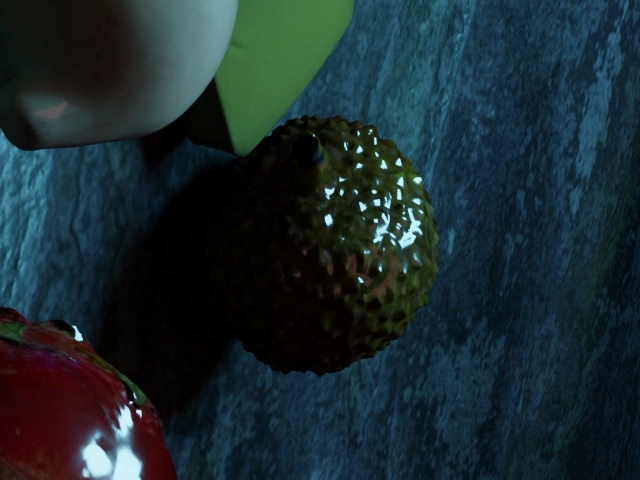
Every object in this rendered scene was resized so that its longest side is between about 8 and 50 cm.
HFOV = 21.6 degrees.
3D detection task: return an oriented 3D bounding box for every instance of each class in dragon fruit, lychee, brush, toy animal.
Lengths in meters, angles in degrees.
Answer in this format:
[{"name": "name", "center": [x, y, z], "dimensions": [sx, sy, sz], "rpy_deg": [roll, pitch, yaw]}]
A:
[{"name": "dragon fruit", "center": [-0.194, 0.153, 0.900], "dimensions": [0.252, 0.241, 0.241], "rpy_deg": [-14, 116, -47]}, {"name": "lychee", "center": [0.000, 0.000, 1.244], "dimensions": [0.200, 0.200, 0.238], "rpy_deg": [-58, 162, -31]}, {"name": "brush", "center": [-0.044, -0.163, 1.216], "dimensions": [0.197, 0.059, 0.123], "rpy_deg": [-54, 144, -38]}, {"name": "toy animal", "center": [-0.116, -0.211, 0.893], "dimensions": [0.269, 0.237, 0.326], "rpy_deg": [-44, 145, -33]}]
